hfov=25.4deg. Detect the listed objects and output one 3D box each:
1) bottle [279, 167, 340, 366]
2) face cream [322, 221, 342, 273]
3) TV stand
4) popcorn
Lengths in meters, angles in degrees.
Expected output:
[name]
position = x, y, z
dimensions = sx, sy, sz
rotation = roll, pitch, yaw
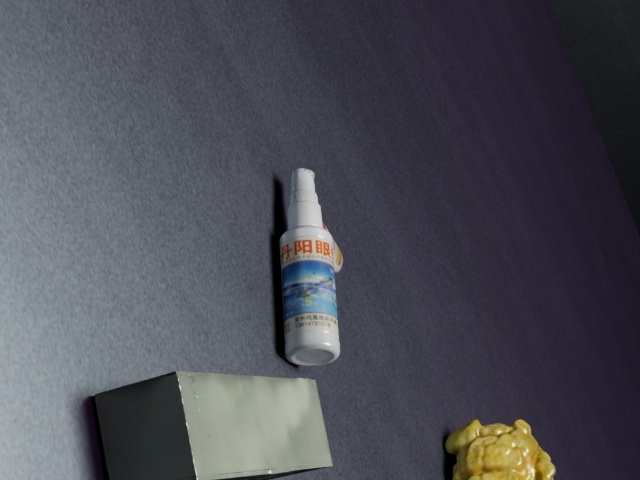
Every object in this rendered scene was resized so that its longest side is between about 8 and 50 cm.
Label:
[bottle]
position = -0.015, 0.024, 1.497
dimensions = 0.060, 0.060, 0.217
rotation = 43, 36, -54
[face cream]
position = 0.000, 0.000, 1.598
dimensions = 0.040, 0.021, 0.083
rotation = -83, 149, -47
[TV stand]
position = -0.082, 0.164, 1.199
dimensions = 0.269, 0.082, 0.088
rotation = 16, 59, -65
[popcorn]
position = 0.242, 0.315, 1.842
dimensions = 0.194, 0.140, 0.163
rotation = -67, 143, -61
